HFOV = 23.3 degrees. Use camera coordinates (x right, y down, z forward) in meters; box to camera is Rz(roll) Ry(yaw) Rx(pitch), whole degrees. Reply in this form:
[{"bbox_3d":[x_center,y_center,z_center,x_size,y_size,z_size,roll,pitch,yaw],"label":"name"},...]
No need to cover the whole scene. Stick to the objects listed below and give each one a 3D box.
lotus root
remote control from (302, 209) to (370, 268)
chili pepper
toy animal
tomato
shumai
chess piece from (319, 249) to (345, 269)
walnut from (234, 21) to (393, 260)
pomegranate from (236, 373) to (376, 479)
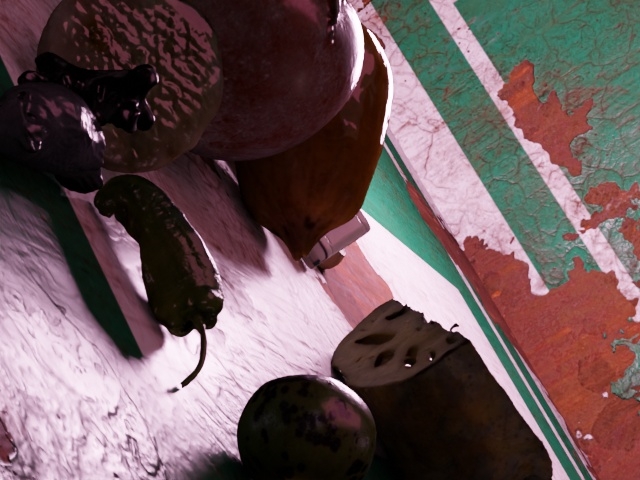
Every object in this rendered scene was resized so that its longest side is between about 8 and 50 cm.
[{"bbox_3d":[0.141,0.226,1.833,0.260,0.149,0.267,58,-9,-16],"label":"lotus root"},{"bbox_3d":[-0.050,-0.102,2.085,0.103,0.055,0.277,-32,88,-45],"label":"remote control"},{"bbox_3d":[-0.128,0.032,1.367,0.204,0.073,0.072,61,-3,17],"label":"chili pepper"},{"bbox_3d":[-0.229,-0.082,1.273,0.210,0.121,0.117,-44,146,-64],"label":"toy animal"},{"bbox_3d":[-0.099,-0.244,1.737,0.316,0.282,0.316,47,13,-15],"label":"tomato"},{"bbox_3d":[-0.201,-0.159,1.502,0.201,0.201,0.120,54,-30,-17],"label":"shumai"},{"bbox_3d":[0.000,0.000,2.156,0.083,0.038,0.083,52,10,-13],"label":"chess piece"},{"bbox_3d":[-0.014,-0.133,1.953,0.209,0.209,0.336,42,50,-56],"label":"walnut"},{"bbox_3d":[-0.015,0.186,1.313,0.122,0.122,0.161,46,43,-46],"label":"pomegranate"}]
